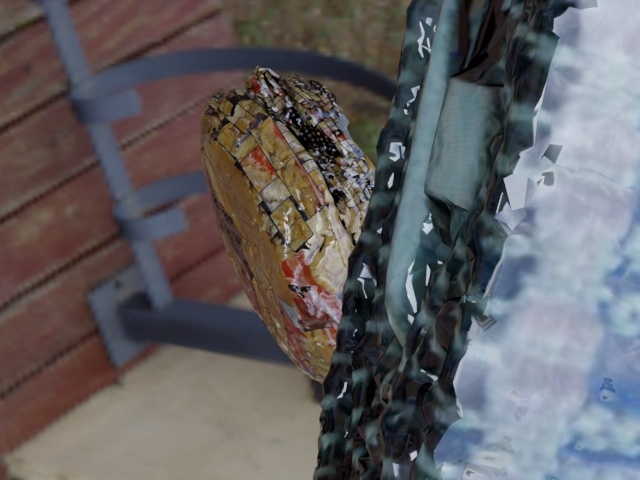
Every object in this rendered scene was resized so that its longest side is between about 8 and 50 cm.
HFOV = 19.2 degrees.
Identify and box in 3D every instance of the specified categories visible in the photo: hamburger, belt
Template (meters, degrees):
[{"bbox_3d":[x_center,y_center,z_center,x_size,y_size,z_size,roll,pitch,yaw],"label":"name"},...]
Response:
[{"bbox_3d":[0.000,0.000,1.196,0.107,0.231,0.231,-23,116,-6],"label":"hamburger"},{"bbox_3d":[0.099,0.001,0.461,0.160,0.207,0.295,13,78,-7],"label":"belt"}]
